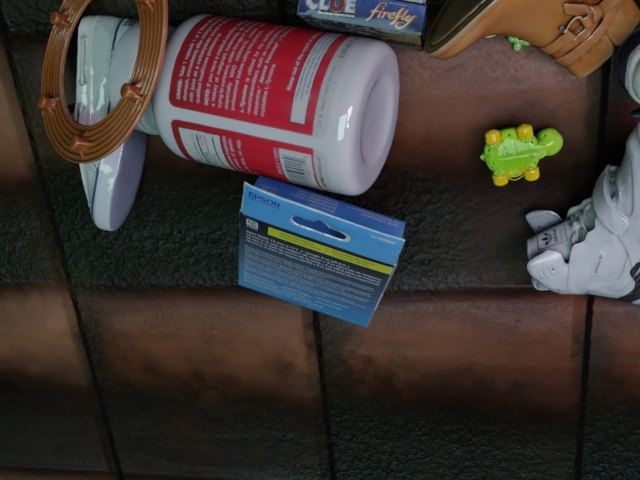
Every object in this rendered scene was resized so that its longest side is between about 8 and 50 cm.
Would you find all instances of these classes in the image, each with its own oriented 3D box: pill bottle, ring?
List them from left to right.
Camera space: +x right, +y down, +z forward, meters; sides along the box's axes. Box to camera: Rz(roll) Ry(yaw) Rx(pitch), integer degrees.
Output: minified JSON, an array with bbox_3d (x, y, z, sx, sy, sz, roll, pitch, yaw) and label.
[{"bbox_3d":[-0.342,-0.283,1.173,0.337,0.032,0.336,-8,78,41],"label":"ring"},{"bbox_3d":[-0.103,-0.217,1.183,0.408,0.229,0.229,14,119,19],"label":"pill bottle"}]

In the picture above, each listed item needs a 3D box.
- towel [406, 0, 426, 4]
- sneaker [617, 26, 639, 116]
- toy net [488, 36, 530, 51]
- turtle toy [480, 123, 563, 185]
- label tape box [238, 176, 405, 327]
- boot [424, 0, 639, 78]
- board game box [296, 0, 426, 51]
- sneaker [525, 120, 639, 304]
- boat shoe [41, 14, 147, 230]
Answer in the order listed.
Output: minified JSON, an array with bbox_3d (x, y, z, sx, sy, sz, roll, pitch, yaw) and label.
[{"bbox_3d":[0.007,-0.513,1.108,0.374,0.090,0.320,14,118,5],"label":"towel"},{"bbox_3d":[0.574,-0.236,1.046,0.323,0.236,0.130,-2,116,13],"label":"sneaker"},{"bbox_3d":[0.308,-0.395,1.130,0.122,0.045,0.232,27,118,-2],"label":"toy net"},{"bbox_3d":[0.320,-0.146,1.241,0.130,0.066,0.095,-9,114,15],"label":"turtle toy"},{"bbox_3d":[0.000,0.000,1.262,0.249,0.115,0.347,19,151,3],"label":"label tape box"},{"bbox_3d":[0.308,-0.309,1.114,0.283,0.109,0.220,-44,124,9],"label":"boot"},{"bbox_3d":[0.068,-0.313,1.108,0.165,0.243,0.042,11,100,6],"label":"board game box"},{"bbox_3d":[0.425,-0.028,1.199,0.210,0.137,0.366,-1,139,15],"label":"sneaker"},{"bbox_3d":[-0.389,-0.200,1.321,0.156,0.136,0.367,14,114,8],"label":"boat shoe"}]
